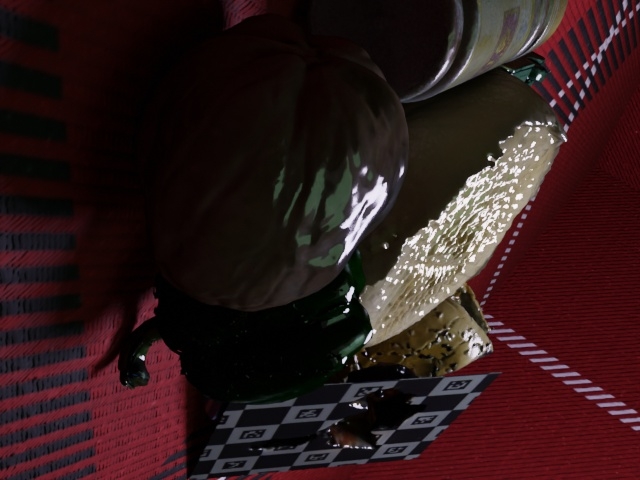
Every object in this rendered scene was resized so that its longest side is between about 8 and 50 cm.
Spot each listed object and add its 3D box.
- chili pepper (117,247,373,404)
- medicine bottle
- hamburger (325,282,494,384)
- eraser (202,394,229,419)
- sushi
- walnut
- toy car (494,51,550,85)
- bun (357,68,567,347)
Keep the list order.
[{"bbox_3d":[-0.083,0.064,0.938,0.165,0.261,0.174,60,22,-50],"label":"chili pepper"},{"bbox_3d":[0.122,-0.228,0.984,0.322,0.151,0.151,-31,151,-56],"label":"medicine bottle"},{"bbox_3d":[0.101,0.114,1.502,0.167,0.288,0.192,-82,157,-65],"label":"hamburger"},{"bbox_3d":[-0.083,0.158,1.359,0.225,0.036,0.082,-30,150,-58],"label":"eraser"},{"bbox_3d":[0.017,0.232,1.408,0.359,0.064,0.343,-2,150,-18],"label":"sushi"},{"bbox_3d":[-0.041,-0.054,0.778,0.224,0.224,0.224,-50,163,-21],"label":"walnut"},{"bbox_3d":[0.237,-0.204,1.471,0.141,0.097,0.321,-62,164,23],"label":"toy car"},{"bbox_3d":[0.092,-0.054,1.147,0.364,0.202,0.364,-41,162,-16],"label":"bun"}]
